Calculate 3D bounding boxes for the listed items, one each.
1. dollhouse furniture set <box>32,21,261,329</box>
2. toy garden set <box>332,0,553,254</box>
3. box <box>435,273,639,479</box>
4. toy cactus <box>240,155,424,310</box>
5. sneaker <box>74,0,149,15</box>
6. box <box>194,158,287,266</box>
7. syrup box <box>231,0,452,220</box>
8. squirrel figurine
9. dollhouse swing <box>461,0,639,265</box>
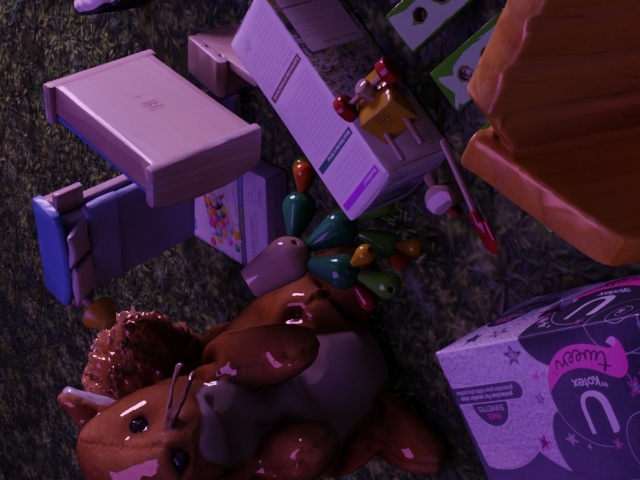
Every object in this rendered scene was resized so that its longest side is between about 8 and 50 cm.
[{"bbox_3d":[-0.152,-0.042,1.203,0.198,0.286,0.303,38,139,33],"label":"dollhouse furniture set"},{"bbox_3d":[0.143,-0.110,0.938,0.204,0.049,0.244,-40,79,30],"label":"toy garden set"},{"bbox_3d":[0.244,0.125,0.895,0.247,0.142,0.163,-21,93,55],"label":"box"},{"bbox_3d":[0.000,0.000,1.127,0.219,0.181,0.112,58,179,26],"label":"toy cactus"},{"bbox_3d":[-0.237,-0.344,1.298,0.272,0.100,0.107,6,109,52],"label":"sneaker"},{"bbox_3d":[-0.113,-0.050,1.356,0.186,0.038,0.145,30,131,42],"label":"box"},{"bbox_3d":[0.018,-0.148,1.076,0.236,0.093,0.096,57,144,13],"label":"syrup box"},{"bbox_3d":[-0.128,0.202,1.227,0.397,0.371,0.280,-3,108,54],"label":"squirrel figurine"},{"bbox_3d":[0.318,-0.083,0.575,0.305,0.315,0.346,58,146,30],"label":"dollhouse swing"}]
